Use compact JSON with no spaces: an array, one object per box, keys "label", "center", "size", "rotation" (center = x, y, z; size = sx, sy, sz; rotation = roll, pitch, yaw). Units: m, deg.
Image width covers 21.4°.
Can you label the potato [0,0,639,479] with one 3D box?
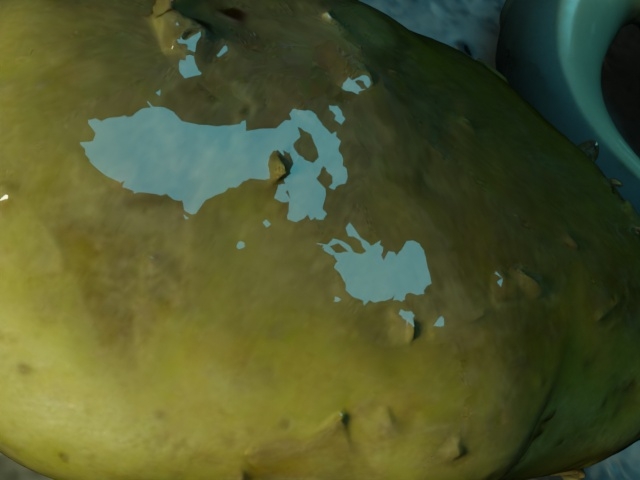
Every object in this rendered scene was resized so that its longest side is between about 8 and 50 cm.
[{"label":"potato","center":[0.000,0.000,0.571],"size":[0.296,0.141,0.191],"rotation":[14,47,-25]}]

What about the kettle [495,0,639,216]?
[{"label":"kettle","center":[0.254,-0.078,0.765],"size":[0.319,0.247,0.342],"rotation":[-31,60,-19]}]
